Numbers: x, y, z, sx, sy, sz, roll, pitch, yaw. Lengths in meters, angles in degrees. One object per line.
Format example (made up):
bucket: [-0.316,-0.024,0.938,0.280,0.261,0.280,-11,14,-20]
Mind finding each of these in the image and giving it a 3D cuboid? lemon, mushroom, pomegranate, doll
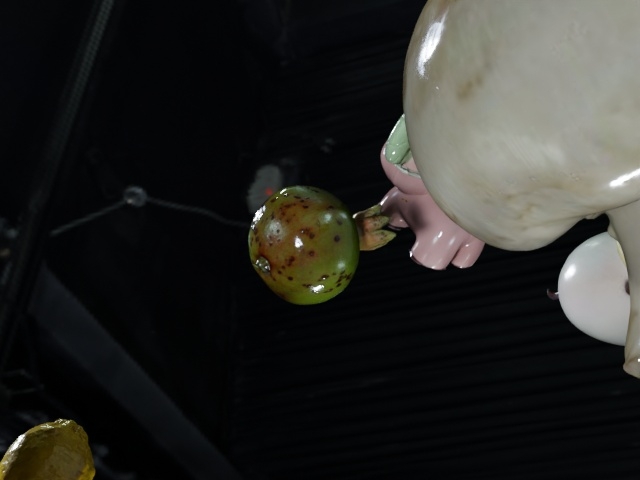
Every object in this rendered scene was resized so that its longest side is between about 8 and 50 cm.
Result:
lemon: [-0.331,0.284,1.214,0.155,0.114,0.114,-74,-33,-41]
mushroom: [0.207,-0.070,0.556,0.290,0.297,0.297,63,-160,3]
pomegranate: [0.000,0.000,1.340,0.159,0.205,0.159,43,140,51]
doll: [0.210,-0.122,1.582,0.284,0.268,0.216,-5,-136,-39]
doll: [0.309,0.067,0.742,0.271,0.208,0.144,43,-121,-9]
